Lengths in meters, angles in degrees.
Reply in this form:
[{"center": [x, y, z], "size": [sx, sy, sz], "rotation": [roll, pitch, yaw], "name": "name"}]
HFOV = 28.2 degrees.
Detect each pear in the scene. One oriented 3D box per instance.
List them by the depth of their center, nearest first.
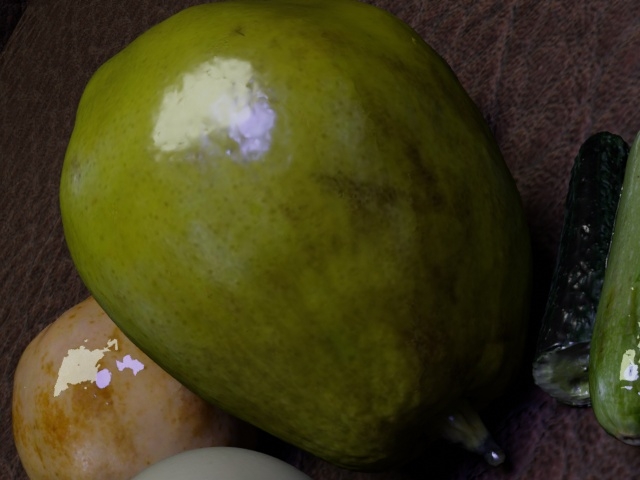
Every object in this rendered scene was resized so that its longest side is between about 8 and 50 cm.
[{"center": [0.000, 0.000, 0.845], "size": [0.287, 0.375, 0.287], "rotation": [-34, -18, -13], "name": "pear"}]

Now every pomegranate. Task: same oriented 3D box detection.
[{"center": [-0.138, 0.132, 0.989], "size": [0.207, 0.207, 0.207], "rotation": [-37, 30, 26], "name": "pomegranate"}]

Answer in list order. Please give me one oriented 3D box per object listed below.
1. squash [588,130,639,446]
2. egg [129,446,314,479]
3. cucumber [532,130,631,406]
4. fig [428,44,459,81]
[{"center": [0.204, 0.014, 0.754], "size": [0.069, 0.069, 0.239], "rotation": [-21, 39, 45], "name": "squash"}, {"center": [-0.057, 0.221, 0.769], "size": [0.186, 0.186, 0.242], "rotation": [-51, 17, 0], "name": "egg"}, {"center": [0.179, 0.004, 0.827], "size": [0.058, 0.052, 0.214], "rotation": [105, -177, -52], "name": "cucumber"}, {"center": [0.079, -0.073, 1.007], "size": [0.149, 0.149, 0.245], "rotation": [-51, 38, 0], "name": "fig"}]
